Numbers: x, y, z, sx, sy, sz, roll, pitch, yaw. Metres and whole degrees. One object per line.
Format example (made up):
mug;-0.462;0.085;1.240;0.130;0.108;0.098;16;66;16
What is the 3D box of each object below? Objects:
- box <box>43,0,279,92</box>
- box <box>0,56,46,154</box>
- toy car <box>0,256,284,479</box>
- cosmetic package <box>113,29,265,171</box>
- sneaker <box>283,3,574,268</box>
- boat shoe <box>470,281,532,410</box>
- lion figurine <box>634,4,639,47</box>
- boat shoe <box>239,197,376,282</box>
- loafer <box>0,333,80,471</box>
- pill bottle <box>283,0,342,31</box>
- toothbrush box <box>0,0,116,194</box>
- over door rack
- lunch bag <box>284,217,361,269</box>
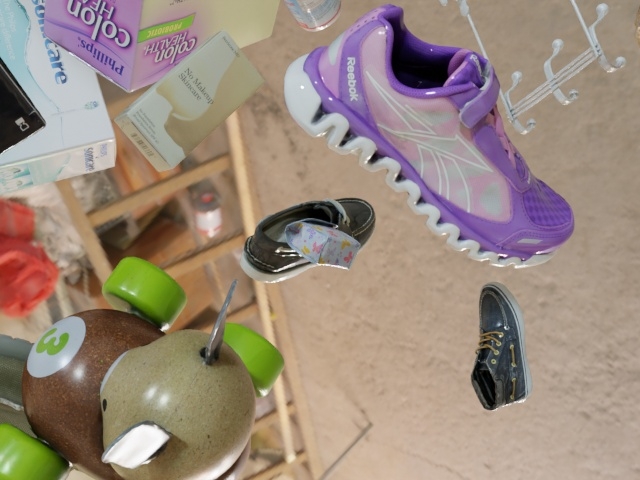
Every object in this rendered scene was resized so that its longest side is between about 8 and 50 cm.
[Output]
box;-0.125;-0.292;0.784;0.117;0.213;0.243;34;131;18
box;-0.287;-0.143;0.580;0.158;0.093;0.156;48;169;36
toy car;-0.094;0.084;0.468;0.149;0.155;0.188;34;156;-3
cosmetic package;-0.108;-0.116;0.718;0.060;0.115;0.041;50;158;-20
sneaker;0.093;-0.074;0.592;0.236;0.095;0.104;35;128;-12
boat shoe;0.255;0.154;1.257;0.065;0.083;0.183;-18;84;49
lion figurine;0.481;-0.404;1.141;0.240;0.142;0.392;-2;142;47
boat shoe;-0.002;-0.019;1.453;0.114;0.302;0.091;41;133;19
loafer;-0.196;0.125;0.589;0.251;0.087;0.094;19;149;-36
pill bottle;-0.030;-0.435;1.456;0.087;0.087;0.160;28;170;33
toothbrush box;-0.422;-0.169;1.047;0.126;0.296;0.216;138;113;-73
over door rack;0.395;-0.396;1.591;0.239;0.108;0.324;-38;75;47
lunch bag;0.000;0.000;1.167;0.083;0.071;0.053;31;103;44
